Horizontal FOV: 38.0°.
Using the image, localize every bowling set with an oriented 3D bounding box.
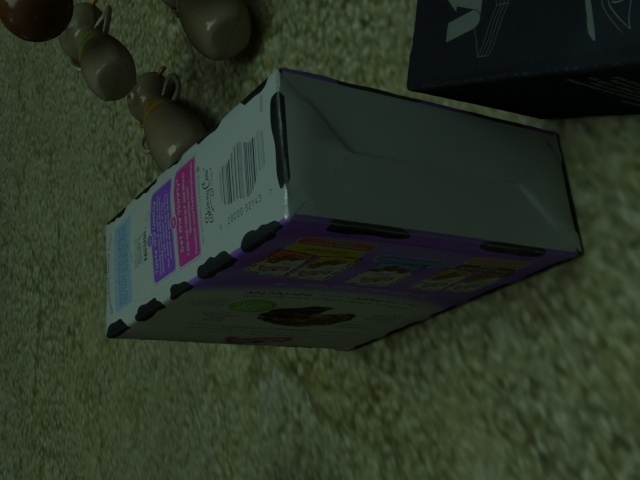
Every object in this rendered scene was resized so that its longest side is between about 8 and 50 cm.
[{"bbox_3d":[-0.155,-0.203,0.733,0.287,0.199,0.154,-64,36,21],"label":"bowling set"}]

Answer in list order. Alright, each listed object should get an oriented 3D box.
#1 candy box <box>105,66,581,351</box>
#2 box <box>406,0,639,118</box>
[{"bbox_3d":[0.000,0.000,0.479,0.196,0.164,0.070,-30,60,51],"label":"candy box"},{"bbox_3d":[0.124,-0.135,0.378,0.158,0.093,0.156,7,91,56],"label":"box"}]
